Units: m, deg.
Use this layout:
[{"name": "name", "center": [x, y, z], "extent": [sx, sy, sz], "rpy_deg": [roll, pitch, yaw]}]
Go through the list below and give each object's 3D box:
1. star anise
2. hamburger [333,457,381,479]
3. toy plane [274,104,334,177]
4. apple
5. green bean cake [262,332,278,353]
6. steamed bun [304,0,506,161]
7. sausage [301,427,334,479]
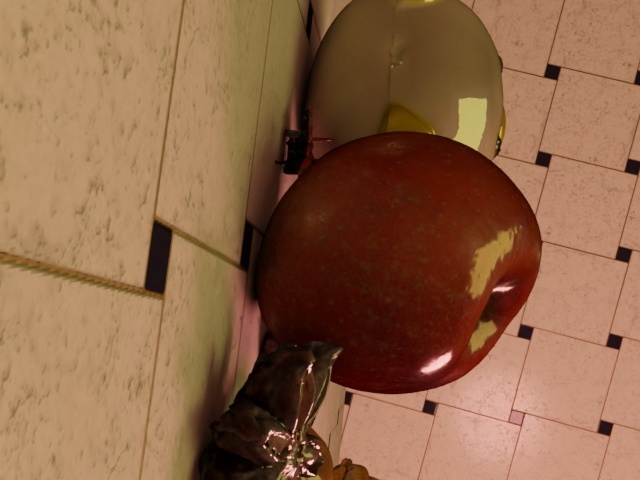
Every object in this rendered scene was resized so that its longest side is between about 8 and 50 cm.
[{"name": "star anise", "center": [-0.061, 0.207, 0.849], "extent": [0.236, 0.109, 0.223], "rpy_deg": [8, 93, -71]}, {"name": "hamburger", "center": [0.034, 0.553, 1.504], "extent": [0.318, 0.158, 0.318], "rpy_deg": [-59, -168, 22]}, {"name": "toy plane", "center": [-0.026, -0.109, 1.098], "extent": [0.189, 0.061, 0.130], "rpy_deg": [-54, 150, -70]}, {"name": "apple", "center": [0.098, 0.032, 1.025], "extent": [0.348, 0.277, 0.348], "rpy_deg": [-40, 148, -32]}, {"name": "green bean cake", "center": [-0.049, 0.184, 1.165], "extent": [0.135, 0.056, 0.135], "rpy_deg": [-65, 158, -73]}, {"name": "steamed bun", "center": [0.127, -0.208, 1.286], "extent": [0.334, 0.334, 0.374], "rpy_deg": [77, 16, -72]}, {"name": "sausage", "center": [-0.049, 0.333, 0.989], "extent": [0.136, 0.120, 0.241], "rpy_deg": [61, 34, -60]}]
